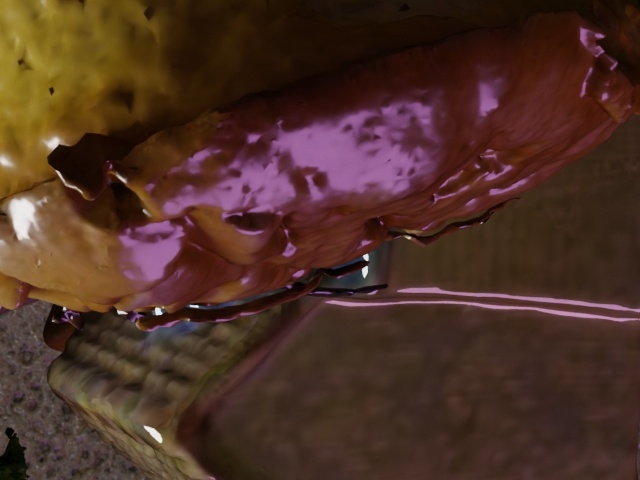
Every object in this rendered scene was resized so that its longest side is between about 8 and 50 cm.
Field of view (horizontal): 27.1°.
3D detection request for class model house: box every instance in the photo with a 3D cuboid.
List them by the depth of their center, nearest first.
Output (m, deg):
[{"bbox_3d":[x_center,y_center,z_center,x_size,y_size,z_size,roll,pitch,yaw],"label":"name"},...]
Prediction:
[{"bbox_3d":[0.000,0.000,0.675,0.266,0.321,0.261,0,-176,-29],"label":"model house"}]

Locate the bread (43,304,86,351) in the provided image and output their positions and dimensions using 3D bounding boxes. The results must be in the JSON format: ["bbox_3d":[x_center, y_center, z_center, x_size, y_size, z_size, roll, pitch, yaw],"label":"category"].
[{"bbox_3d":[-0.094,-0.013,0.809,0.116,0.077,0.200,-25,-145,45],"label":"bread"}]

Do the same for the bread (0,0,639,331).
[{"bbox_3d":[0.007,-0.074,0.409,0.261,0.160,0.147,-12,168,-27],"label":"bread"}]

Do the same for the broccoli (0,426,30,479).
[{"bbox_3d":[-0.268,0.068,0.735,0.297,0.297,0.297,-48,-168,-27],"label":"broccoli"}]
